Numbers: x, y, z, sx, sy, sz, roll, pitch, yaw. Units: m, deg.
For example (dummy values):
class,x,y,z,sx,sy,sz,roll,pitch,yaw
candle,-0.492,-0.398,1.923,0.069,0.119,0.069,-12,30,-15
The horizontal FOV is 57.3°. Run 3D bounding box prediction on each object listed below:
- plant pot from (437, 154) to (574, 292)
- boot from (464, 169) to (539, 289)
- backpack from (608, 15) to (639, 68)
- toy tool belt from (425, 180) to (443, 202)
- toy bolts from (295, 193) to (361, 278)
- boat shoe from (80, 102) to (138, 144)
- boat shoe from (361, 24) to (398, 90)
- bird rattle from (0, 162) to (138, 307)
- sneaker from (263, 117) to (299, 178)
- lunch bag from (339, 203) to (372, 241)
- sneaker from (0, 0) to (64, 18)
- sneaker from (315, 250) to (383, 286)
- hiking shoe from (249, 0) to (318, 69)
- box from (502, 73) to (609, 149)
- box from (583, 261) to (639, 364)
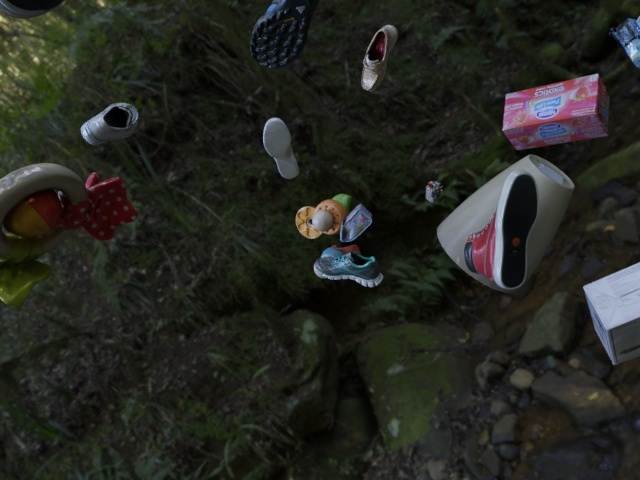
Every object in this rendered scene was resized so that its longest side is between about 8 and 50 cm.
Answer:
class,x,y,z,sx,sy,sz,roll,pitch,yaw
plant pot,0.465,-0.058,1.401,0.274,0.257,0.256,-57,0,31
boot,0.371,-0.035,1.249,0.176,0.089,0.244,-142,56,-69
backpack,0.734,-0.448,1.329,0.105,0.114,0.084,-4,-23,-38
toy tool belt,0.358,-0.161,1.834,0.051,0.052,0.083,-30,-37,-18
toy bolts,0.000,0.000,1.700,0.219,0.228,0.158,-8,12,34
boat shoe,-0.483,-0.288,1.412,0.076,0.083,0.226,-25,22,21
boat shoe,0.133,-0.446,1.442,0.059,0.063,0.170,-31,-32,-49
bird rattle,-0.403,-0.029,0.865,0.254,0.143,0.207,-32,-20,-17
sneaker,-0.119,-0.282,1.711,0.080,0.212,0.094,-14,48,2
lunch bag,0.074,-0.037,1.326,0.083,0.053,0.071,-47,6,15
sneaker,-0.275,-0.373,0.715,0.153,0.099,0.282,-4,40,30
sneaker,0.065,0.053,1.361,0.065,0.167,0.076,-60,-30,-44
hiking shoe,-0.051,-0.493,1.238,0.304,0.113,0.132,-47,17,48
box,0.654,-0.351,1.631,0.257,0.123,0.128,-4,66,39
box,0.599,0.134,1.091,0.169,0.087,0.290,-28,-34,17
